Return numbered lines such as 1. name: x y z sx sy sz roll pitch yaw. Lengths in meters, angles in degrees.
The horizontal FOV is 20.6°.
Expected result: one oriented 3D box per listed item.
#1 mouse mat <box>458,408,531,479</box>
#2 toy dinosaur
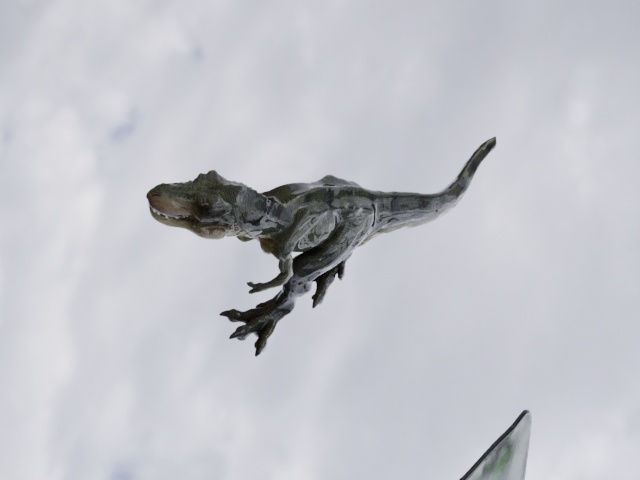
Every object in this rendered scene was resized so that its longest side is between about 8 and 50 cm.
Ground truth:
1. mouse mat: 0.073 0.197 0.996 0.007 0.189 0.153 19 -58 26
2. toy dinosaur: 0.000 0.000 1.052 0.064 0.268 0.118 50 -53 26
